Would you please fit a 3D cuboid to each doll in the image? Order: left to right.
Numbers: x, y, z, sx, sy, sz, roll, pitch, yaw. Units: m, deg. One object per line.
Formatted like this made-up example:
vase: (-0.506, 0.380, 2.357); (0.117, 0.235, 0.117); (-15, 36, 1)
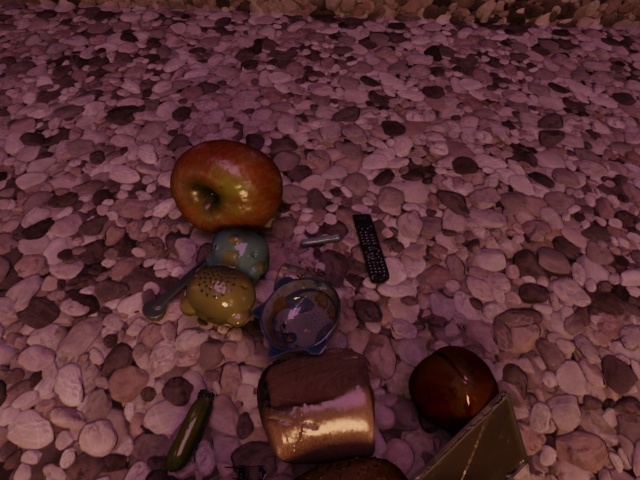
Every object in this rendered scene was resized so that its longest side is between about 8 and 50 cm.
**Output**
doll: (-0.240, 0.100, 1.139); (0.177, 0.161, 0.260); (14, 52, 5)

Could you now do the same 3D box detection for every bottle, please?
bottle: (-0.041, 0.120, 1.174); (0.152, 0.098, 0.098); (14, 55, 11)

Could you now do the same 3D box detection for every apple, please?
apple: (-0.263, -0.159, 1.266); (0.310, 0.277, 0.250); (30, 32, -1)

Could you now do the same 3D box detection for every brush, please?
brush: (-0.381, 0.120, 1.205); (0.062, 0.027, 0.266); (30, 54, 17)

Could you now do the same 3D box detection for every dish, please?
dish: (-0.052, 0.200, 1.070); (0.228, 0.086, 0.236); (-11, 45, 11)

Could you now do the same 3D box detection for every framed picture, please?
framed picture: (0.313, 0.473, 0.891); (0.289, 0.213, 0.016); (-31, 21, -22)

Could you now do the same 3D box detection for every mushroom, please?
mushroom: (0.037, 0.498, 0.791); (0.278, 0.297, 0.163); (31, 31, -30)

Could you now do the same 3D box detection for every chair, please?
chair: (-0.164, 0.503, 0.932); (0.086, 0.042, 0.037); (23, 48, -31)

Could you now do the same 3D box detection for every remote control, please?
remote control: (0.149, 0.017, 1.300); (0.063, 0.025, 0.245); (-6, 54, -8)

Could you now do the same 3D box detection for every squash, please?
squash: (-0.289, 0.423, 0.974); (0.052, 0.052, 0.183); (17, 52, 9)

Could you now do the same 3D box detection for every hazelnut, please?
hazelnut: (0.304, 0.329, 0.974); (0.209, 0.208, 0.208); (1, 54, -2)

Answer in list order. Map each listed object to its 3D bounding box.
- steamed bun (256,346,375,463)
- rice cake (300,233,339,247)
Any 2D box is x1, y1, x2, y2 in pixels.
steamed bun: (0.001, 0.360, 0.918); (0.252, 0.301, 0.199); (-14, 93, -2)
rice cake: (0.000, 0.000, 1.308); (0.121, 0.021, 0.022); (-9, 51, -12)
